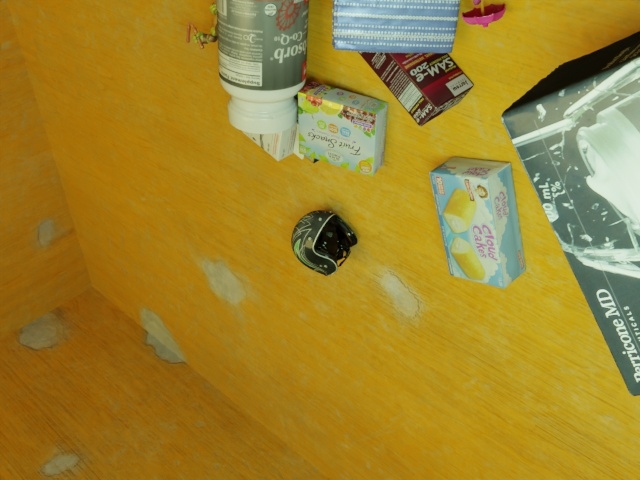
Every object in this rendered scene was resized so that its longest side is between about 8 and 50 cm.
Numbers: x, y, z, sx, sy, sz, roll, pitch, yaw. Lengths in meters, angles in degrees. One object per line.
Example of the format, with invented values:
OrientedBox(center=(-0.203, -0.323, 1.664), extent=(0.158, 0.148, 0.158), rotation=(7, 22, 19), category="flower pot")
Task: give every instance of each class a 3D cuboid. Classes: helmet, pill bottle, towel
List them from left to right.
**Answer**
OrientedBox(center=(-0.134, -0.449, 1.761), extent=(0.210, 0.210, 0.363), rotation=(30, 133, 34), category="pill bottle")
OrientedBox(center=(0.000, 0.000, 2.043), extent=(0.161, 0.169, 0.169), rotation=(43, 148, -10), category="helmet")
OrientedBox(center=(0.143, -0.511, 1.383), extent=(0.040, 0.243, 0.336), rotation=(-93, 4, -58), category="towel")

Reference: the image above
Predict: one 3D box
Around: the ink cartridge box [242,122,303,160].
OrientedBox(center=(-0.120, -0.283, 1.968), extent=(0.180, 0.060, 0.104), rotation=(40, 143, 24), category="ink cartridge box")

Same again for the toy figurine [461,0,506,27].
OrientedBox(center=(0.289, -0.463, 1.346), extent=(0.159, 0.130, 0.173), rotation=(104, 147, -60), category="toy figurine")

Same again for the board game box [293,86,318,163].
OrientedBox(center=(-0.076, -0.334, 1.965), extent=(0.243, 0.042, 0.165), rotation=(41, 144, 22), category="board game box")

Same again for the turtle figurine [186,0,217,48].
OrientedBox(center=(-0.252, -0.537, 1.966), extent=(0.269, 0.087, 0.217), rotation=(-36, 65, 40), category="turtle figurine")

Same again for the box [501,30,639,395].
OrientedBox(center=(0.590, -0.084, 1.024), extent=(0.471, 0.297, 0.480), rotation=(-19, 102, 45), category="box")

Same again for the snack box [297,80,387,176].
OrientedBox(center=(0.051, -0.264, 1.797), extent=(0.207, 0.070, 0.175), rotation=(21, 135, 22), category="snack box")

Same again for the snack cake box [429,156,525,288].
OrientedBox(center=(0.342, -0.040, 1.636), extent=(0.152, 0.089, 0.264), rotation=(14, 129, 47), category="snack cake box")

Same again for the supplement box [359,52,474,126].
OrientedBox(center=(0.182, -0.361, 1.532), extent=(0.239, 0.130, 0.073), rotation=(51, 147, 7), category="supplement box")
